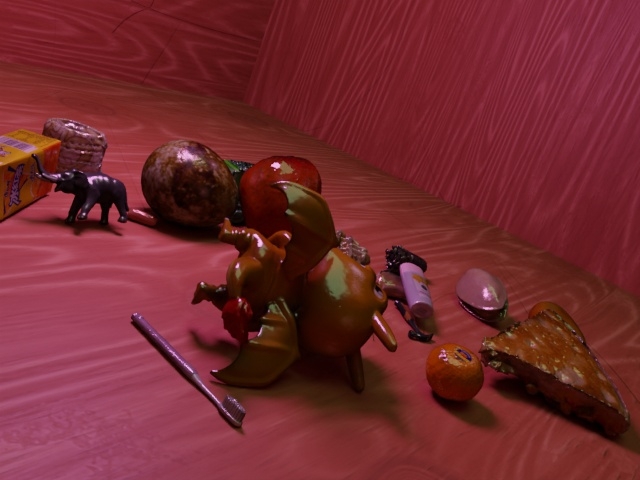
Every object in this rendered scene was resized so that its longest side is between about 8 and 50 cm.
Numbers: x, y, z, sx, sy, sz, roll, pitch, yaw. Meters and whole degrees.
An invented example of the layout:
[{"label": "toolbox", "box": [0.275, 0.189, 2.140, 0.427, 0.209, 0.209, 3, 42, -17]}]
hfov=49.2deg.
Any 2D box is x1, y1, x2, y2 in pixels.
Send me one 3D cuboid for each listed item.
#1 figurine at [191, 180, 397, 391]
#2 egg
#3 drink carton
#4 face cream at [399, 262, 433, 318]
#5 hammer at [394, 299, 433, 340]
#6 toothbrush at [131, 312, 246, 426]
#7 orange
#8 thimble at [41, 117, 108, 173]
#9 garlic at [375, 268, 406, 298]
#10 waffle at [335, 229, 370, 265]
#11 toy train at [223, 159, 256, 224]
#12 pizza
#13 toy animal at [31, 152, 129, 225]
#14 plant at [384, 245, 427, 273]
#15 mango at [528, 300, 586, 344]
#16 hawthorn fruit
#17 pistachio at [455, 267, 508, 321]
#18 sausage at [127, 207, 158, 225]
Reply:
[{"label": "figurine", "box": [-0.054, 0.131, 1.427, 0.387, 0.401, 0.268, 23, -22, -18]}, {"label": "egg", "box": [-0.359, -0.151, 1.955, 0.289, 0.238, 0.238, 29, 12, -24]}, {"label": "drink carton", "box": [-0.742, -0.155, 1.649, 0.111, 0.155, 0.351, 17, 17, -4]}, {"label": "face cream", "box": [0.270, 0.138, 1.957, 0.084, 0.057, 0.198, 29, 26, -19]}, {"label": "hammer", "box": [0.246, 0.216, 1.893, 0.078, 0.021, 0.201, 15, 19, -18]}, {"label": "toothbrush", "box": [-0.247, 0.223, 1.274, 0.354, 0.029, 0.024, 33, 8, 37]}, {"label": "orange", "box": [0.296, 0.296, 1.546, 0.135, 0.118, 0.136, 9, 29, -5]}, {"label": "thimble", "box": [-0.718, -0.264, 2.036, 0.190, 0.144, 0.137, 19, 16, -8]}, {"label": "garlic", "box": [0.218, 0.139, 2.048, 0.152, 0.066, 0.084, 16, 45, -10]}, {"label": "waffle", "box": [0.000, 0.000, 2.217, 0.291, 0.056, 0.309, 7, 22, -39]}, {"label": "toy train", "box": [-0.229, -0.147, 2.178, 0.243, 0.188, 0.132, 7, 22, -41]}, {"label": "pizza", "box": [0.550, 0.311, 1.783, 0.406, 0.130, 0.440, 14, 28, -20]}, {"label": "toy animal", "box": [-0.583, -0.111, 1.701, 0.082, 0.137, 0.269, -6, -16, 42]}, {"label": "plant", "box": [0.273, 0.070, 2.267, 0.143, 0.092, 0.094, 22, 22, -25]}, {"label": "mango", "box": [0.716, 0.273, 2.122, 0.138, 0.113, 0.253, 18, 23, -22]}, {"label": "hawthorn fruit", "box": [-0.105, -0.088, 2.017, 0.254, 0.300, 0.254, -10, -8, -2]}, {"label": "pistachio", "box": [0.509, 0.170, 2.183, 0.152, 0.126, 0.223, -19, 33, -9]}, {"label": "sausage", "box": [-0.480, -0.064, 1.884, 0.083, 0.034, 0.034, 20, 17, -7]}]
